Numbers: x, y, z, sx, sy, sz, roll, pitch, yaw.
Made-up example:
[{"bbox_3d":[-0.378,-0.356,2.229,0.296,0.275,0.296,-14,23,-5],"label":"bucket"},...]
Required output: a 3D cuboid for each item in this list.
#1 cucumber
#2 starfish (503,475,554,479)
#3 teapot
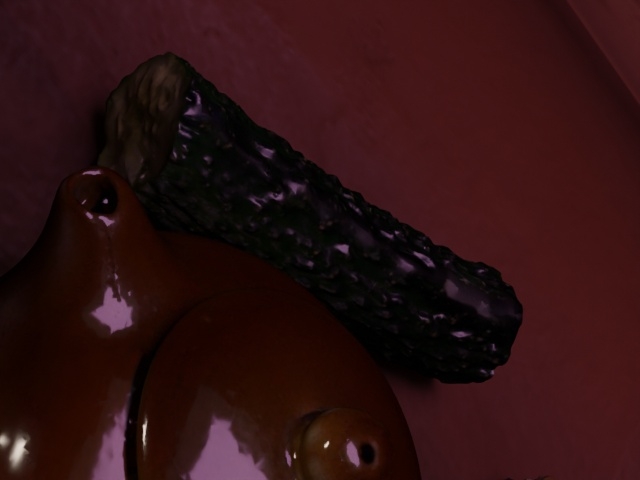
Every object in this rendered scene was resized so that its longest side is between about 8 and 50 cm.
[{"bbox_3d":[-0.001,0.000,0.657,0.187,0.058,0.058,33,51,-35],"label":"cucumber"},{"bbox_3d":[0.247,0.305,0.733,0.398,0.132,0.384,16,65,-37],"label":"starfish"},{"bbox_3d":[-0.021,0.095,0.530,0.178,0.135,0.252,-39,101,-44],"label":"teapot"}]
